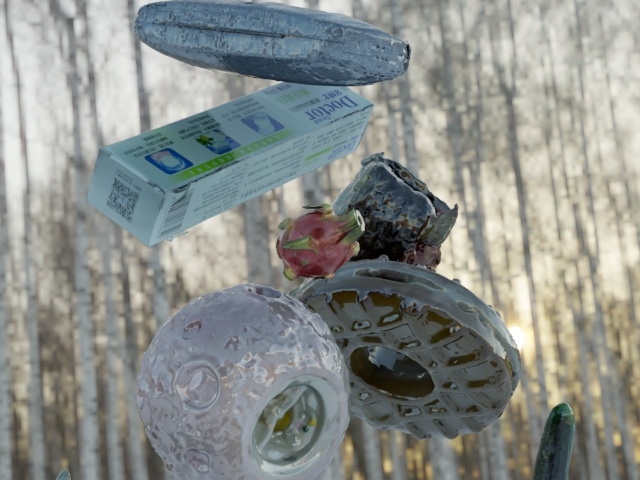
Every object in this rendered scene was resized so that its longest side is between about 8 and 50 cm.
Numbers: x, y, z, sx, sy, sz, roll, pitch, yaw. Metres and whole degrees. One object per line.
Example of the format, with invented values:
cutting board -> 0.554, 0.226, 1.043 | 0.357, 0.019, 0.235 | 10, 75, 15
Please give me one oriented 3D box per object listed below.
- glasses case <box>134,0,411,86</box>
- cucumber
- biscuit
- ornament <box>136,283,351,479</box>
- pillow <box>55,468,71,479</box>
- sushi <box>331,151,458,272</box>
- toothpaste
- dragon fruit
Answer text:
glasses case -> -0.047, -0.175, 1.299 | 0.282, 0.067, 0.109 | 10, 3, 40
cucumber -> 0.328, 0.366, 2.091 | 0.056, 0.284, 0.056 | 3, 11, -1
biscuit -> 0.110, 0.149, 1.969 | 0.332, 0.103, 0.332 | 15, -37, 12
ornament -> -0.094, 0.179, 1.749 | 0.259, 0.259, 0.225 | 6, 16, -42
pillow -> -0.305, 0.443, 1.582 | 0.119, 0.312, 0.310 | 27, 7, -31
sushi -> 0.098, -0.018, 2.145 | 0.182, 0.196, 0.343 | 26, 1, -2
toothpaste -> -0.074, -0.085, 1.383 | 0.336, 0.081, 0.067 | -28, -33, -52
dragon fruit -> 0.002, 0.001, 1.688 | 0.116, 0.086, 0.081 | -14, 18, 22
